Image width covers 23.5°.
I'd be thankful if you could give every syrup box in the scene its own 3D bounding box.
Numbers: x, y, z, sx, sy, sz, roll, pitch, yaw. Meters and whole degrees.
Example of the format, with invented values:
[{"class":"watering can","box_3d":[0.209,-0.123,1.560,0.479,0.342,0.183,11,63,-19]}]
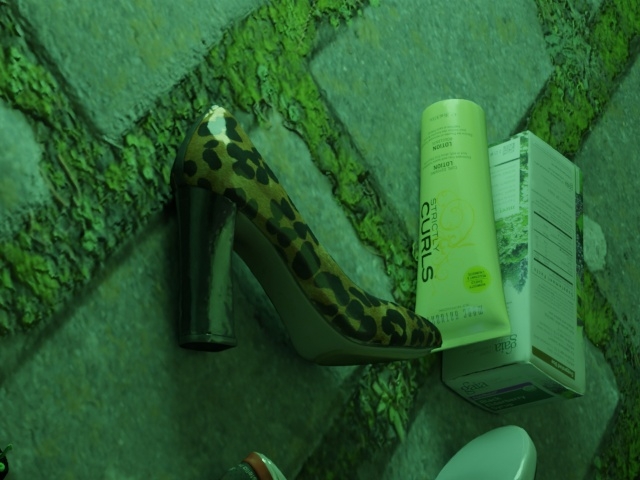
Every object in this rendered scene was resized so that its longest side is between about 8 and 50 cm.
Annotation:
[{"class":"syrup box","box_3d":[0.177,0.030,1.406,0.096,0.093,0.237,30,53,-41]}]

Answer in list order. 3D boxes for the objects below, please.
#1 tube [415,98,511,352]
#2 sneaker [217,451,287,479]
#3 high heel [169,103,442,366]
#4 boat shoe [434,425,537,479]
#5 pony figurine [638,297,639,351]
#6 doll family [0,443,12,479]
[{"class":"tube","box_3d":[0.122,-0.013,1.367,0.062,0.070,0.240,12,59,-17]},{"class":"sneaker","box_3d":[-0.040,0.232,1.093,0.065,0.061,0.158,-24,93,-26]},{"class":"high heel","box_3d":[0.000,0.000,1.192,0.261,0.093,0.186,10,73,-40]},{"class":"boat shoe","box_3d":[0.121,0.269,1.246,0.084,0.095,0.258,53,51,-29]},{"class":"pony figurine","box_3d":[0.440,0.229,1.547,0.363,0.302,0.351,-51,147,-52]},{"class":"doll family","box_3d":[-0.215,0.165,0.879,0.111,0.076,0.193,1,79,-56]}]
